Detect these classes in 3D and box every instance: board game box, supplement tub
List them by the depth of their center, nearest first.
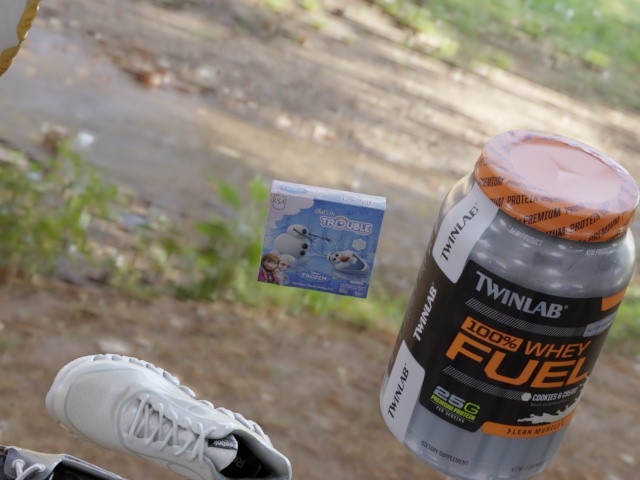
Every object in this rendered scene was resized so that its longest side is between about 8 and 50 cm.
[{"bbox_3d":[0.000,0.000,1.209,0.090,0.090,0.020,9,35,-2],"label":"board game box"},{"bbox_3d":[0.185,0.064,1.482,0.193,0.316,0.194,11,32,-7],"label":"supplement tub"}]

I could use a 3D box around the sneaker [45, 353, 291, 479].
[{"bbox_3d":[-0.157,0.207,1.669,0.292,0.110,0.118,25,-5,-25],"label":"sneaker"}]

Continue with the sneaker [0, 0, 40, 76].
[{"bbox_3d":[-0.231,-0.250,1.061,0.131,0.296,0.112,20,25,-24],"label":"sneaker"}]

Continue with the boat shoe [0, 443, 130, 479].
[{"bbox_3d":[-0.204,0.242,1.352,0.335,0.095,0.112,22,47,-21],"label":"boat shoe"}]
